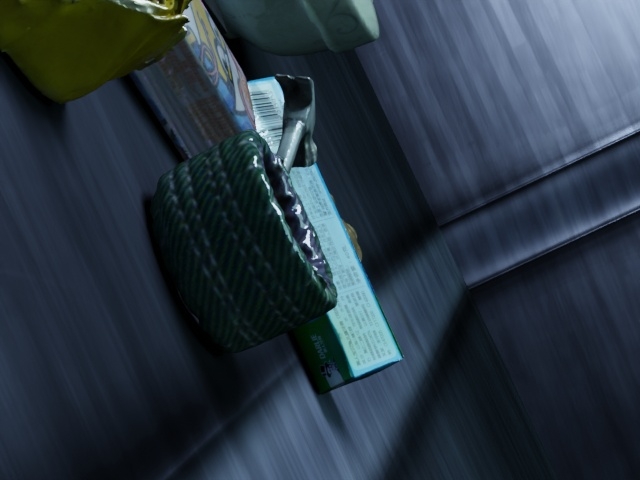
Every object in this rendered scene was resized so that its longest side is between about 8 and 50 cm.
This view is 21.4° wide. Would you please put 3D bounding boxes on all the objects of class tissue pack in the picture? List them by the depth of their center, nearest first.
[{"bbox_3d":[-0.106,-0.138,1.292,0.155,0.065,0.116,57,13,-37],"label":"tissue pack"}]

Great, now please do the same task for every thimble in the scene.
[{"bbox_3d":[-0.052,0.001,1.128,0.135,0.090,0.118,68,9,20],"label":"thimble"}]

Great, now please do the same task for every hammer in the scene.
[{"bbox_3d":[-0.037,-0.035,1.281,0.246,0.029,0.103,-74,167,-49],"label":"hammer"}]

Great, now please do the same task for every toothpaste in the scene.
[{"bbox_3d":[-0.020,-0.007,1.413,0.065,0.050,0.267,-16,79,-47],"label":"toothpaste"}]

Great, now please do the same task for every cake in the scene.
[{"bbox_3d":[-0.141,-0.145,0.964,0.185,0.116,0.080,63,9,-47],"label":"cake"}]

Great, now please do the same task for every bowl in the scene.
[{"bbox_3d":[-0.062,-0.322,1.774,0.307,0.163,0.307,63,8,-16],"label":"bowl"}]

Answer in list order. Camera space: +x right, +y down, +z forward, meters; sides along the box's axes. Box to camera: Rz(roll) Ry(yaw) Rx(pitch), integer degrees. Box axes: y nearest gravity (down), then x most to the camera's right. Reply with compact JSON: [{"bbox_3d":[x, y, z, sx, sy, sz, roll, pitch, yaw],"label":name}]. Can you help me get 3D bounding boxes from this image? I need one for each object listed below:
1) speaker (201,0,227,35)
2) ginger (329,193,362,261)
[{"bbox_3d":[-0.148,-0.251,1.441,0.218,0.044,0.082,51,16,-60],"label":"speaker"},{"bbox_3d":[-0.008,-0.012,1.557,0.149,0.065,0.259,59,12,-19],"label":"ginger"}]
